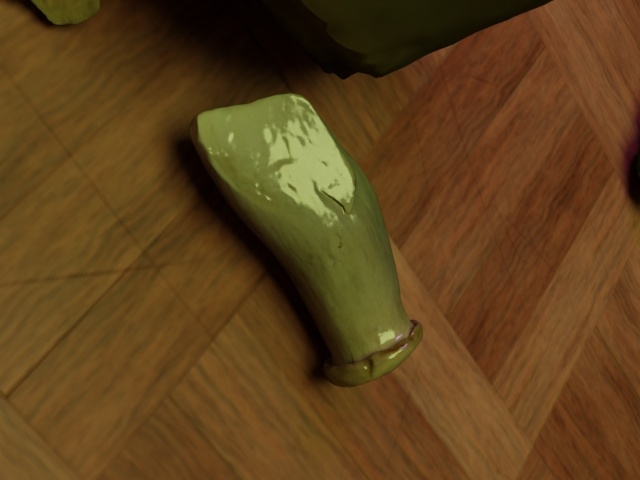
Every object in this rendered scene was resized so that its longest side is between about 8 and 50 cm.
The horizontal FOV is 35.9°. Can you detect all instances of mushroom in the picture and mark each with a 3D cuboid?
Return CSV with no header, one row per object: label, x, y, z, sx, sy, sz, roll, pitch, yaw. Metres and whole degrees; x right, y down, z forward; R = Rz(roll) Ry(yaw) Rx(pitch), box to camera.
mushroom,0.000,-0.008,0.734,0.247,0.096,0.108,61,25,-20

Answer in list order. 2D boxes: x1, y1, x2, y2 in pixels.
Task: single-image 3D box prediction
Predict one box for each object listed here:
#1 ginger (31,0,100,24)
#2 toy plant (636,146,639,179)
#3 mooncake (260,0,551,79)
ginger,-0.168,-0.238,0.610,0.193,0.122,0.115,58,30,-27
toy plant,0.411,-0.109,1.125,0.093,0.093,0.162,44,60,-28
mooncake,0.018,-0.320,0.683,0.393,0.246,0.394,8,59,-63
